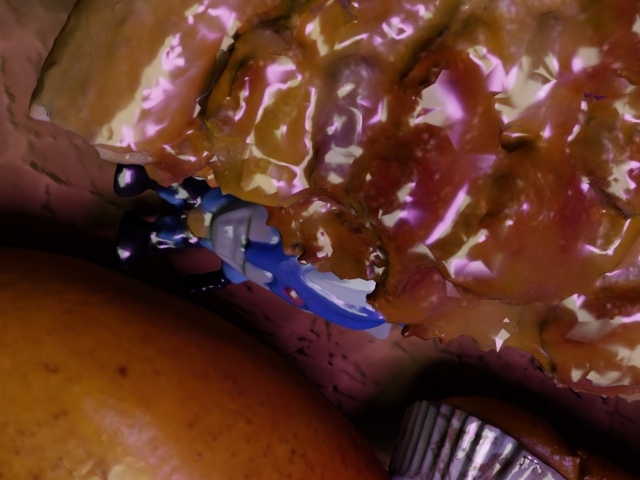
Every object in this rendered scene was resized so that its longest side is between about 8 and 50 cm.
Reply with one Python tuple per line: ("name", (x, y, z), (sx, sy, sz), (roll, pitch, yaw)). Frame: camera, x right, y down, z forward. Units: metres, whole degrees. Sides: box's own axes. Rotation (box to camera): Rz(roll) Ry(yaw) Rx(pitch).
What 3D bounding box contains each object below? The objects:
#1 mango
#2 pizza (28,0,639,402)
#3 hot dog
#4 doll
("mango", (-0.081, 0.130, 0.559), (0.199, 0.201, 0.350), (-37, 110, 4))
("pizza", (0.100, -0.062, 0.403), (0.409, 0.114, 0.277), (-5, 113, -1))
("hot dog", (0.160, 0.171, 0.604), (0.268, 0.075, 0.144), (36, 157, -8))
("doll", (0.000, 0.000, 0.511), (0.195, 0.070, 0.095), (12, 121, 3))
